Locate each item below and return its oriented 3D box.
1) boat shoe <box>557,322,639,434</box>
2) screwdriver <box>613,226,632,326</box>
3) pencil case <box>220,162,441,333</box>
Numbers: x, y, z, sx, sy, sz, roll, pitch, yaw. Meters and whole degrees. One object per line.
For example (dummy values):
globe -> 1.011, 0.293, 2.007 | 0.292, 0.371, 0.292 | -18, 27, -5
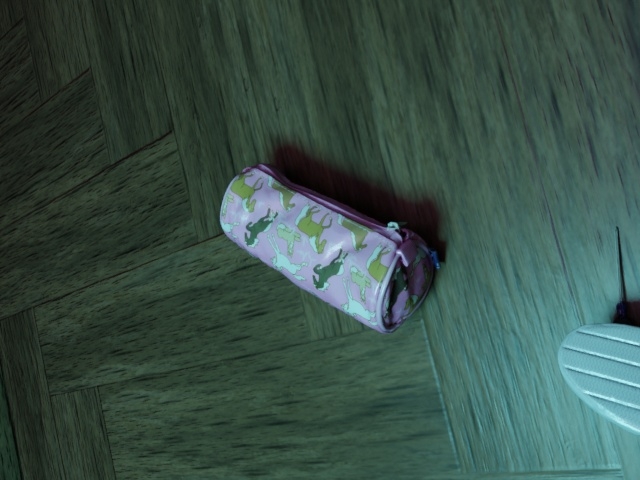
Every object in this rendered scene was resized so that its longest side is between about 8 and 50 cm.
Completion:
boat shoe -> 0.446, 0.196, 0.804 | 0.335, 0.119, 0.121 | 20, 81, 34
screwdriver -> 0.395, 0.068, 0.910 | 0.024, 0.025, 0.170 | -6, 82, 41
pencil case -> 0.000, 0.000, 1.142 | 0.386, 0.160, 0.167 | 27, 82, 36
